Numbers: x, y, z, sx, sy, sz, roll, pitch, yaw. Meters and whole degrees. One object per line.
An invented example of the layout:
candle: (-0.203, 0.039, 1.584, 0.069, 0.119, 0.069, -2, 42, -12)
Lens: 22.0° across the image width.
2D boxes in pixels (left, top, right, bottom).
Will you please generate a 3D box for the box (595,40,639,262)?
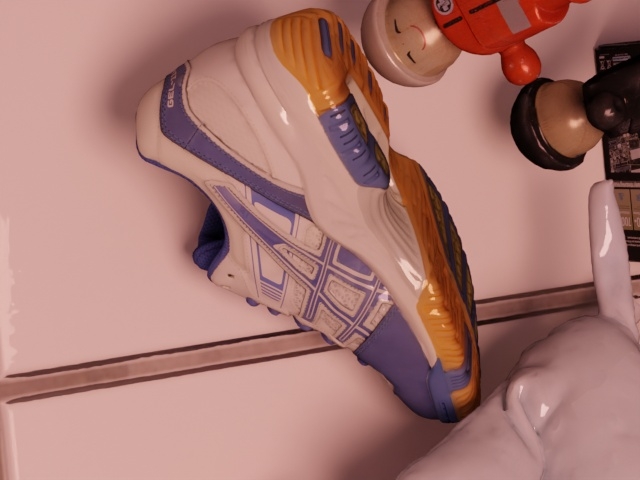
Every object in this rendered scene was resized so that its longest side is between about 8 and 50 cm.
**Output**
box: (0.264, -0.059, 1.035, 0.077, 0.180, 0.147, -9, 96, -29)

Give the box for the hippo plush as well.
hippo plush: (0.201, 0.171, 0.937, 0.294, 0.236, 0.234, -50, 142, -25)

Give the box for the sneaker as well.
sneaker: (0.000, 0.000, 0.942, 0.112, 0.131, 0.296, -88, 155, -51)

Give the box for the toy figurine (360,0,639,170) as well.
toy figurine: (0.130, -0.164, 0.952, 0.213, 0.148, 0.209, 21, 60, -38)
